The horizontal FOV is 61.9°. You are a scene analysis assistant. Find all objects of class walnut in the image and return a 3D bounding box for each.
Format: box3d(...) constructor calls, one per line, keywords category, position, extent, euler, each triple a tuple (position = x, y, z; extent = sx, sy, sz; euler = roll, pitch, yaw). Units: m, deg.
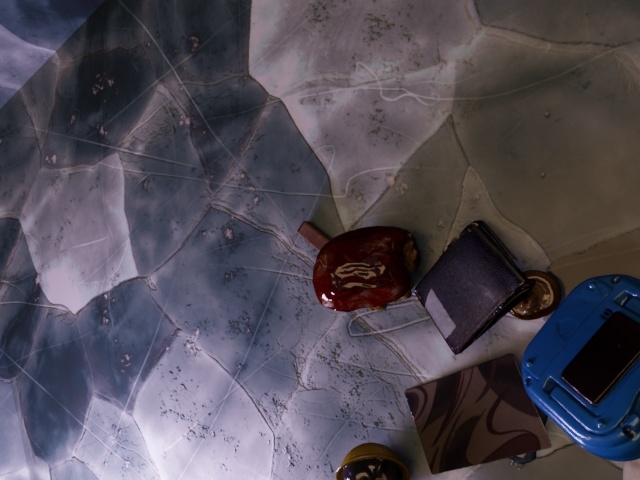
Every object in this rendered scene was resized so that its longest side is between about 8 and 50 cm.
box3d(category="walnut", position=(0.126, 0.091, 1.393), extent=(0.269, 0.221, 0.243), euler=(-8, 114, 26))

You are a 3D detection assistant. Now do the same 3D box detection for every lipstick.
box3d(category="lipstick", position=(0.000, 0.000, 1.556), extent=(0.145, 0.045, 0.045), euler=(39, 106, 25))

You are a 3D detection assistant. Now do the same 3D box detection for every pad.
box3d(category="pad", position=(0.363, 0.426, 1.293), extent=(0.330, 0.004, 0.219), euler=(-33, 64, 35))

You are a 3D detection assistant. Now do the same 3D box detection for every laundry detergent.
box3d(category="laundry detergent", position=(0.471, 0.433, 1.242), extent=(0.097, 0.061, 0.206), euler=(12, 94, 28))

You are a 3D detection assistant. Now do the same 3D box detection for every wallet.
box3d(category="wallet", position=(0.361, 0.112, 1.286), extent=(0.262, 0.072, 0.220), euler=(-52, 45, 24))

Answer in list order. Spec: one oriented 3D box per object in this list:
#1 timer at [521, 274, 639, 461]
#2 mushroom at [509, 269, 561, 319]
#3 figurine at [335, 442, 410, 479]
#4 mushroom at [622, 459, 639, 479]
box3d(category="timer", position=(0.582, 0.240, 1.072), extent=(0.340, 0.115, 0.309), euler=(-54, 30, 7))
box3d(category="mushroom", position=(0.490, 0.129, 1.235), extent=(0.126, 0.085, 0.109), euler=(-15, 54, 27))
box3d(category="figurine", position=(0.157, 0.631, 1.340), extent=(0.257, 0.167, 0.192), euler=(48, 135, 43))
box3d(category="mushroom", position=(0.709, 0.475, 0.938), extent=(0.315, 0.336, 0.314), euler=(6, 101, 33))
